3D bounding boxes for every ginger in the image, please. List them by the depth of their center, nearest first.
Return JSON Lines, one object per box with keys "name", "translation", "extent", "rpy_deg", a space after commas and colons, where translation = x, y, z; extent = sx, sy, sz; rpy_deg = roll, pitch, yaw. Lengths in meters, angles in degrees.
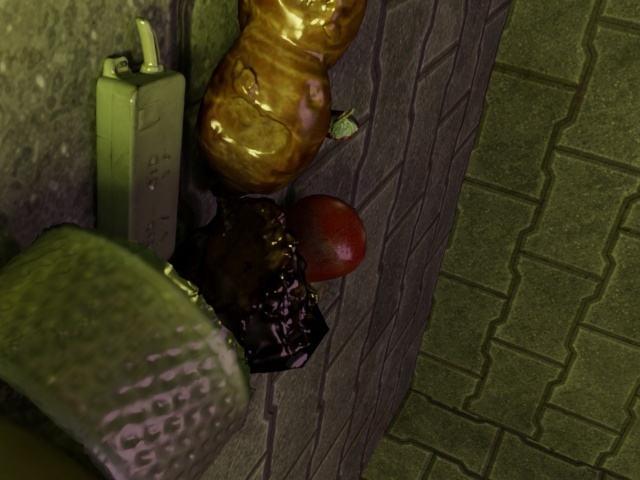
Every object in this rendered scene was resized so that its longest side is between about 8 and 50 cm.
{"name": "ginger", "translation": [-0.057, -0.205, 0.876], "extent": [0.274, 0.152, 0.357], "rpy_deg": [-115, -135, -73]}

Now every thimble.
{"name": "thimble", "translation": [-0.206, 0.131, 0.615], "extent": [0.150, 0.271, 0.271], "rpy_deg": [-50, 154, -40]}

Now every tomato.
{"name": "tomato", "translation": [0.000, 0.000, 1.237], "extent": [0.167, 0.167, 0.167], "rpy_deg": [-55, 157, -37]}

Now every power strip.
{"name": "power strip", "translation": [-0.194, -0.091, 0.747], "extent": [0.093, 0.053, 0.288], "rpy_deg": [-42, 149, -54]}

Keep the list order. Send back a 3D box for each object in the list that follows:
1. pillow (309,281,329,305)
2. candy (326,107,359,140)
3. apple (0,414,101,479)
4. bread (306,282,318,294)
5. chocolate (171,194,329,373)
{"name": "pillow", "translation": [-0.047, 0.134, 1.403], "extent": [0.169, 0.059, 0.255], "rpy_deg": [91, 25, -46]}
{"name": "candy", "translation": [0.022, -0.155, 0.926], "extent": [0.045, 0.043, 0.175], "rpy_deg": [-62, -167, 6]}
{"name": "apple", "translation": [-0.267, 0.306, 0.357], "extent": [0.473, 0.473, 0.473], "rpy_deg": [-55, 157, -37]}
{"name": "bread", "translation": [-0.094, 0.075, 1.073], "extent": [0.147, 0.152, 0.127], "rpy_deg": [-39, 137, -54]}
{"name": "chocolate", "translation": [-0.093, 0.033, 0.876], "extent": [0.206, 0.224, 0.177], "rpy_deg": [-48, 157, -55]}
